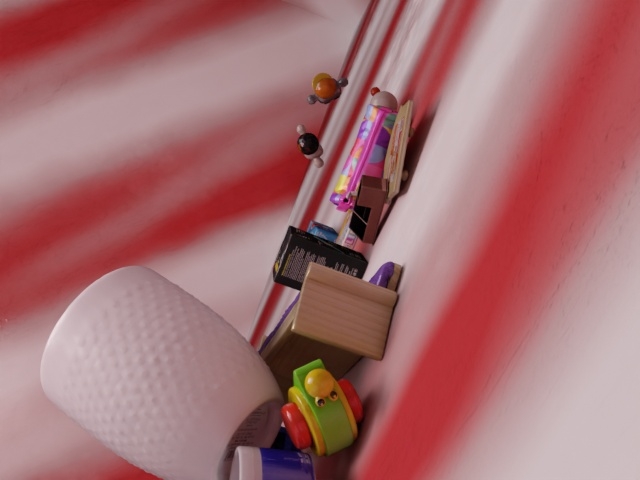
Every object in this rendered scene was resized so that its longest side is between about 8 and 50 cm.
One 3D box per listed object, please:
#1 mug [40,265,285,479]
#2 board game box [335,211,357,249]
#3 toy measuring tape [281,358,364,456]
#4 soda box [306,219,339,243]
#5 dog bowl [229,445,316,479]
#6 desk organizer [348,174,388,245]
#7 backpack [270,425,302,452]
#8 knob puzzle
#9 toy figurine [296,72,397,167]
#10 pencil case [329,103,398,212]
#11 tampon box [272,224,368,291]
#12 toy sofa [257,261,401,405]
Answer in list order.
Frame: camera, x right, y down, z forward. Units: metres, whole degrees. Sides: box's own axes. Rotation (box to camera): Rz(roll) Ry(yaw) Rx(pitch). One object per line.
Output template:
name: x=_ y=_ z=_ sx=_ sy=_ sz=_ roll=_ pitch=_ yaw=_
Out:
mug: x=-0.219 y=0.253 z=1.447 sx=0.276 sy=0.328 sz=0.374 roll=-56 pitch=-26 yaw=-10
board game box: x=0.069 y=-0.028 z=1.950 sx=0.103 sy=0.026 sz=0.154 roll=-97 pitch=29 yaw=-74
toy measuring tape: x=0.003 y=0.289 z=1.324 sx=0.330 sy=0.121 sz=0.121 roll=92 pitch=-168 yaw=-56
soda box: x=0.000 y=0.000 z=2.231 sx=0.210 sy=0.067 sz=0.071 roll=-126 pitch=57 yaw=-81
dog bowl: x=-0.077 y=0.423 z=1.213 sx=0.265 sy=0.104 sz=0.265 roll=-173 pitch=90 yaw=-81
desk organizer: x=0.090 y=-0.058 z=1.674 sx=0.047 sy=0.050 sz=0.130 roll=-85 pitch=7 yaw=-54
backpack: x=-0.082 y=0.400 z=1.567 sx=0.098 sy=0.101 sz=0.120 roll=119 pitch=165 yaw=-59
knob puzzle: x=0.151 y=-0.161 z=1.666 sx=0.213 sy=0.030 sz=0.213 roll=-170 pitch=90 yaw=-86
toy figurine: x=0.056 y=-0.250 z=1.930 sx=0.148 sy=0.209 sz=0.213 roll=-29 pitch=-41 yaw=-84
pencil case: x=0.100 y=-0.162 z=1.803 sx=0.104 sy=0.104 sz=0.236 roll=-162 pitch=93 yaw=-83
tampon box: x=-0.004 y=0.052 z=1.730 sx=0.120 sy=0.161 sz=0.101 roll=-110 pitch=42 yaw=-80
toy sofa: x=-0.002 y=0.153 z=1.474 sx=0.362 sy=0.150 sz=0.177 roll=123 pitch=165 yaw=-60
